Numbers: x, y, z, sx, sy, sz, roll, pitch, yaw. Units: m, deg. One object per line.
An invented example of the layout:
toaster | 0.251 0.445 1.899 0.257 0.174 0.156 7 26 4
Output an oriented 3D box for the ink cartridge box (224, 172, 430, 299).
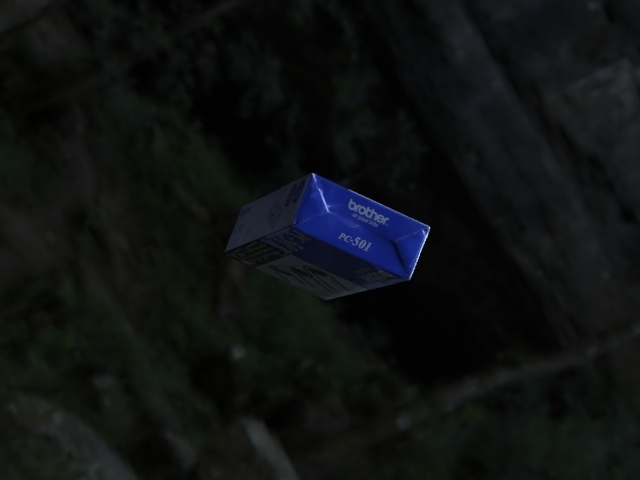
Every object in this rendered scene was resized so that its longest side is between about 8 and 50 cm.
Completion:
ink cartridge box | 0.000 0.000 1.395 0.097 0.046 0.207 25 -12 -13
